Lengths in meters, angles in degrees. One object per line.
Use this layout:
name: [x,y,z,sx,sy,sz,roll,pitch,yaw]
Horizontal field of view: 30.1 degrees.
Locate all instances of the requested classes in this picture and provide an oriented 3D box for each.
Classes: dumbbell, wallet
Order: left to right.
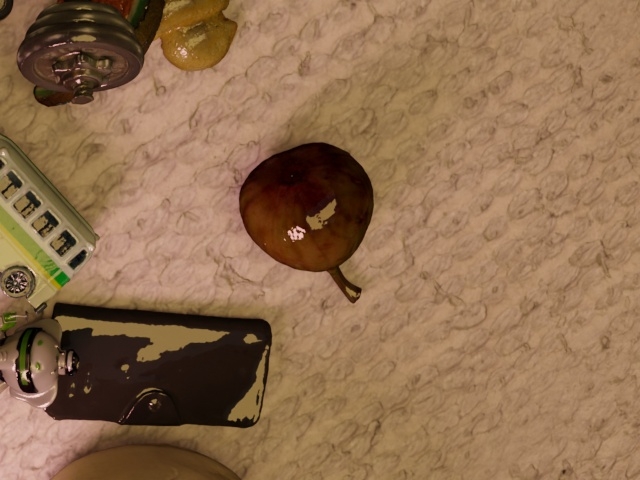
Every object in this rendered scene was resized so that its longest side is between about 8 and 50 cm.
dumbbell: [-0.347,-0.384,1.690,0.179,0.179,0.406,0,73,-19]
wallet: [-0.272,0.212,1.969,0.378,0.051,0.197,7,97,-19]

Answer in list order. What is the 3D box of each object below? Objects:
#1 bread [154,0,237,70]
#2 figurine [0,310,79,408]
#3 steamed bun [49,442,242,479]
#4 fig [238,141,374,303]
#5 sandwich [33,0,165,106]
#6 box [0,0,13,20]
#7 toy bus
bread: [-0.219,-0.334,1.872,0.188,0.065,0.149,-13,110,-18]
figurine: [-0.468,0.187,1.842,0.193,0.126,0.147,-2,81,1]
steamed bun: [-0.212,0.508,1.879,0.456,0.371,0.290,34,87,-25]
fig: [0.000,0.000,1.967,0.217,0.217,0.320,-30,131,-11]
sandwich: [-0.346,-0.297,1.808,0.159,0.079,0.235,33,90,22]
box: [-0.545,-0.393,1.730,0.201,0.090,0.144,2,101,-20]
toy bus: [-0.476,-0.041,1.803,0.165,0.134,0.276,-41,112,-7]
